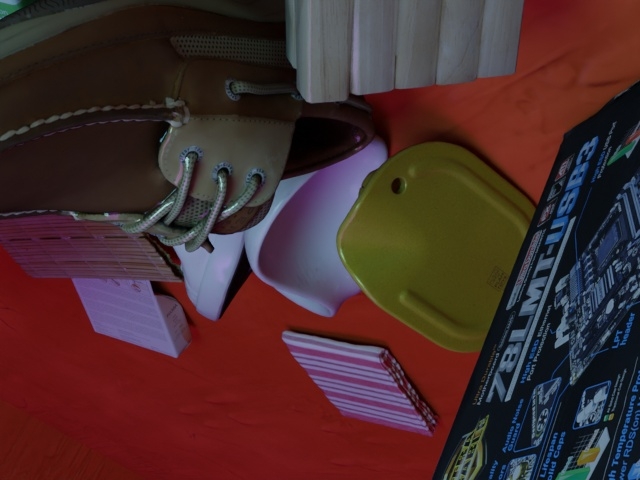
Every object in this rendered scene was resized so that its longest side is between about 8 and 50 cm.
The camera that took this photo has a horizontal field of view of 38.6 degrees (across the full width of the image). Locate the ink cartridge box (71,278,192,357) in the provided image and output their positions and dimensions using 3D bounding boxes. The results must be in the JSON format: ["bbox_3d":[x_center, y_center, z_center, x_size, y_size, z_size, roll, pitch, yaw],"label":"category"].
[{"bbox_3d":[-0.253,0.063,1.183,0.145,0.045,0.179,13,133,25],"label":"ink cartridge box"}]

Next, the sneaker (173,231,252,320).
[{"bbox_3d":[-0.100,-0.039,0.785,0.123,0.106,0.290,28,144,8],"label":"sneaker"}]

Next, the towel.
[{"bbox_3d":[0.051,0.170,1.110,0.144,0.029,0.197,6,145,35],"label":"towel"}]

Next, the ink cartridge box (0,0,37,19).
[{"bbox_3d":[-0.160,-0.215,0.443,0.087,0.153,0.208,20,154,11],"label":"ink cartridge box"}]

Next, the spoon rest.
[{"bbox_3d":[0.000,0.000,0.744,0.084,0.137,0.276,44,166,13],"label":"spoon rest"}]

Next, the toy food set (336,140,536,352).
[{"bbox_3d":[0.096,0.012,0.685,0.218,0.128,0.071,35,173,-28],"label":"toy food set"}]

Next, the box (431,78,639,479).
[{"bbox_3d":[0.172,0.013,0.407,0.073,0.295,0.293,31,153,-5],"label":"box"}]

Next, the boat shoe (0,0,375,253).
[{"bbox_3d":[-0.065,-0.059,0.470,0.122,0.324,0.120,-34,87,40],"label":"boat shoe"}]

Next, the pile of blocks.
[{"bbox_3d":[-0.013,-0.226,0.379,0.362,0.149,0.112,60,-179,-36],"label":"pile of blocks"}]

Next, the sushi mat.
[{"bbox_3d":[-0.301,-0.005,1.084,0.316,0.019,0.151,-1,135,41],"label":"sushi mat"}]
